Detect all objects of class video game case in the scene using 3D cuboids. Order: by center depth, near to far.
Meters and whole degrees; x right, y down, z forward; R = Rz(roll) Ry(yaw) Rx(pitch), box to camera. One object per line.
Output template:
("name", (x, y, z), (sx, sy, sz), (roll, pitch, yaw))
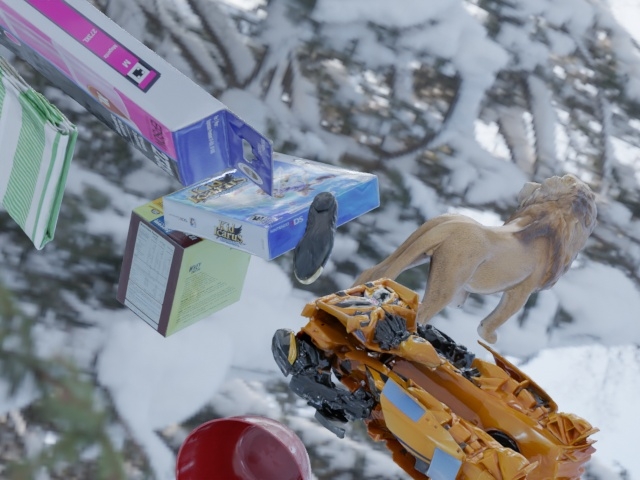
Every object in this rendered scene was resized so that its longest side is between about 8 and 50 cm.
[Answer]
("video game case", (-0.081, -0.064, 2.042), (0.244, 0.269, 0.061), (15, -61, 40))

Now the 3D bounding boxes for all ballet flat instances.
("ballet flat", (0.000, 0.000, 1.791), (0.057, 0.049, 0.173), (-2, -135, 19))

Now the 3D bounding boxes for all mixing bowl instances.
("mixing bowl", (-0.080, 0.291, 1.562), (0.181, 0.098, 0.182), (7, -72, 22))

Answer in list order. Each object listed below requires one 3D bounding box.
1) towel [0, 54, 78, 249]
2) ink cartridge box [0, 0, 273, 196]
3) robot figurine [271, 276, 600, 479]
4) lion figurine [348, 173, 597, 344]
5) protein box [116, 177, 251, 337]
("towel", (-0.507, -0.168, 1.952), (0.325, 0.038, 0.248), (42, -49, 26))
("ink cartridge box", (-0.210, -0.166, 1.328), (0.069, 0.371, 0.176), (-53, 172, -14))
("robot figurine", (0.097, 0.131, 1.119), (0.291, 0.211, 0.085), (37, -57, 29))
("lion figurine", (0.209, 0.022, 1.614), (0.142, 0.392, 0.240), (48, -60, 22))
("protein box", (-0.237, 0.028, 2.213), (0.136, 0.199, 0.201), (35, -52, 25))
